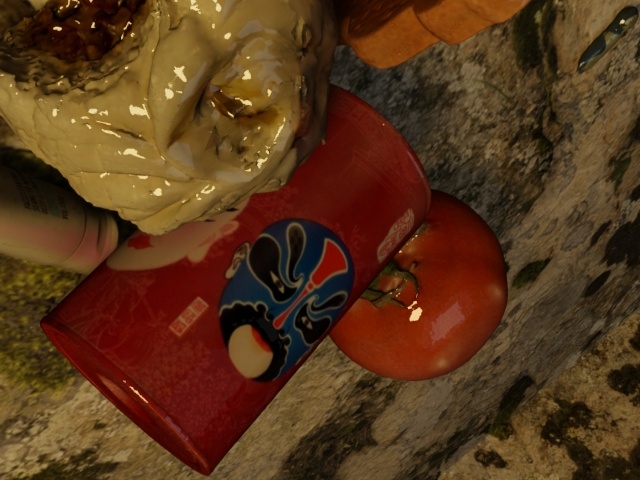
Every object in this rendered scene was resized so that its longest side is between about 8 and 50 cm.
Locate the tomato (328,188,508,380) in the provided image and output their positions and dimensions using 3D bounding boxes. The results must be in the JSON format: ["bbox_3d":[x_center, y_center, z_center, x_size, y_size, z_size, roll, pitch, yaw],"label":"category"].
[{"bbox_3d":[0.123,0.058,1.064,0.256,0.256,0.224,-49,134,11],"label":"tomato"}]

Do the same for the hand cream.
[{"bbox_3d":[-0.280,-0.040,0.627,0.070,0.111,0.312,-37,156,10],"label":"hand cream"}]

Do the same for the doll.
[{"bbox_3d":[0.421,-0.293,1.183,0.125,0.027,0.037,-49,156,10],"label":"doll"}]

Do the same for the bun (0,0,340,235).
[{"bbox_3d":[-0.094,-0.136,0.608,0.281,0.205,0.281,-31,149,-21],"label":"bun"}]

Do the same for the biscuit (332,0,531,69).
[{"bbox_3d":[0.096,-0.220,0.639,0.047,0.334,0.202,40,93,-23],"label":"biscuit"}]

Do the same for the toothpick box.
[{"bbox_3d":[-0.070,0.027,0.764,0.333,0.204,0.204,-49,153,-23],"label":"toothpick box"}]
